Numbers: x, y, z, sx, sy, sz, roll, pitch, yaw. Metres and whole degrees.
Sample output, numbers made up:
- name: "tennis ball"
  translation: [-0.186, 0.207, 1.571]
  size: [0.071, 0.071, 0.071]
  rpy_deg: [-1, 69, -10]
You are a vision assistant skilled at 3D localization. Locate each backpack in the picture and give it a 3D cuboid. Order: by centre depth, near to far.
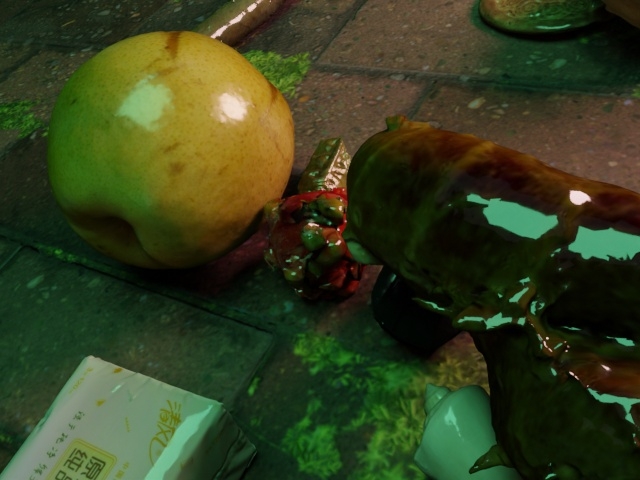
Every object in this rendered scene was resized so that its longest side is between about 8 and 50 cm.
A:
- name: "backpack"
  translation: [0.125, 0.037, 0.695]
  size: [0.120, 0.106, 0.165]
  rpy_deg: [36, 85, 19]

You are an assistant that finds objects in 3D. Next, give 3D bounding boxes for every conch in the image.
- name: "conch"
  translation: [0.152, 0.191, 0.551]
  size: [0.176, 0.104, 0.094]
  rpy_deg: [39, 115, 37]

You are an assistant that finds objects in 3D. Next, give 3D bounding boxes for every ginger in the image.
- name: "ginger"
  translation: [0.155, 0.050, 0.510]
  size: [0.418, 0.176, 0.254]
  rpy_deg: [34, 81, 32]

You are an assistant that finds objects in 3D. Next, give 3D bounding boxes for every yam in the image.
- name: "yam"
  translation: [-0.155, -0.441, 1.260]
  size: [0.083, 0.083, 0.371]
  rpy_deg: [27, 65, 37]

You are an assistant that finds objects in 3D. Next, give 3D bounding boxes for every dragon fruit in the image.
- name: "dragon fruit"
  translation: [0.000, 0.000, 0.757]
  size: [0.133, 0.208, 0.150]
  rpy_deg: [-39, 89, 1]

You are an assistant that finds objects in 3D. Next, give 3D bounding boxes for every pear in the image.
- name: "pear"
  translation: [-0.184, -0.114, 0.824]
  size: [0.315, 0.314, 0.314]
  rpy_deg: [-11, 46, 11]

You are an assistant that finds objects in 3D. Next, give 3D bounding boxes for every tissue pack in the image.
- name: "tissue pack"
  translation: [-0.203, 0.245, 0.611]
  size: [0.185, 0.124, 0.225]
  rpy_deg: [12, 55, 27]

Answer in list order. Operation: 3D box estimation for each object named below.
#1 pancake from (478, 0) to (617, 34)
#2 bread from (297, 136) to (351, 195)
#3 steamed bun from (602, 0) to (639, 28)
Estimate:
- name: "pancake"
  translation: [0.383, -0.408, 1.058]
  size: [0.250, 0.031, 0.250]
  rpy_deg: [-11, 48, 12]
- name: "bread"
  translation: [0.010, -0.087, 0.884]
  size: [0.066, 0.060, 0.110]
  rpy_deg: [24, 55, 0]
- name: "steamed bun"
  translation: [0.500, -0.389, 0.885]
  size: [0.276, 0.203, 0.289]
  rpy_deg: [4, 38, 15]
